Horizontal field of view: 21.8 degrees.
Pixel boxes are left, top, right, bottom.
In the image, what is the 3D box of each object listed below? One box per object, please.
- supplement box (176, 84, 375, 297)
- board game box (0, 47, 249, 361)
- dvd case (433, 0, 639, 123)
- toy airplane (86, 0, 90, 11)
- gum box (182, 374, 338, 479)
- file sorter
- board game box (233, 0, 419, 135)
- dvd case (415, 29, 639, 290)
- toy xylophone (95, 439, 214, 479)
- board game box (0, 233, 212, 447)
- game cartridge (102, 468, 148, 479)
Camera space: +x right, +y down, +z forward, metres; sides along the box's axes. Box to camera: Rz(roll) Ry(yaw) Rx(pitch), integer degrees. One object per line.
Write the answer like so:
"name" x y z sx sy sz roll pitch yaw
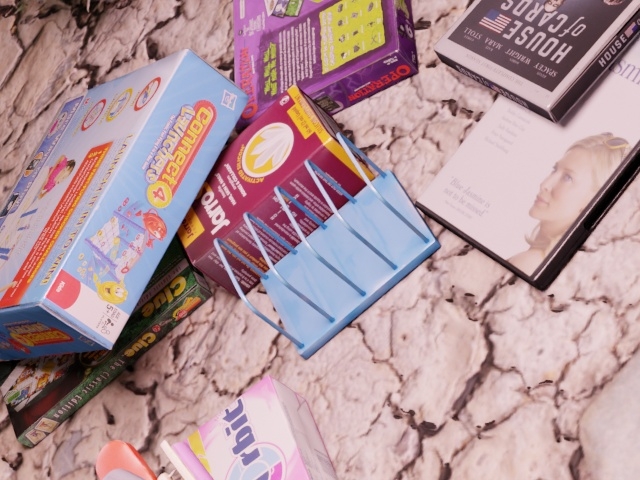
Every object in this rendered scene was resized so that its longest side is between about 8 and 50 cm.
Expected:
"supplement box" -0.054 -0.049 1.662 0.188 0.081 0.104 -42 43 9
"board game box" -0.243 -0.028 1.718 0.302 0.086 0.308 -10 48 57
"dvd case" 0.239 -0.232 1.552 0.238 0.029 0.179 -48 41 -5
"toy airplane" -0.297 -0.445 2.005 0.386 0.272 0.384 -29 50 -26
"gum box" -0.043 0.227 1.472 0.107 0.062 0.188 -38 44 14
"file sorter" 0.000 0.000 1.566 0.170 0.104 0.118 -41 43 11
"board game box" -0.003 -0.278 1.808 0.208 0.056 0.346 -21 50 23
"dvd case" 0.218 -0.092 1.508 0.253 0.022 0.180 -51 42 -2
"toy xylophone" -0.162 0.334 1.398 0.236 0.081 0.322 39 95 34
"board game box" -0.236 0.091 1.757 0.260 0.030 0.136 -40 41 11
"game cartridge" -0.142 0.351 1.308 0.196 0.060 0.294 21 88 24
